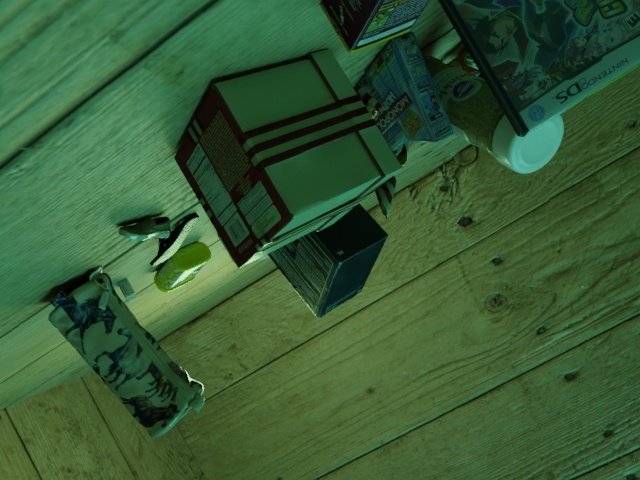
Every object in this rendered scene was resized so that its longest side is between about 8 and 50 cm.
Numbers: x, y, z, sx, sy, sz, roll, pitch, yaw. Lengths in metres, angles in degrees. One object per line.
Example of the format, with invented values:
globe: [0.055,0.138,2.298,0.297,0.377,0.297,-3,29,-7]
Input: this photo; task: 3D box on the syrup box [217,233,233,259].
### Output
syrup box: [-0.224,-0.021,1.624,0.093,0.096,0.237,-31,175,-15]

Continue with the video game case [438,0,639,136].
video game case: [0.351,-0.342,0.893,0.248,0.275,0.035,-32,-172,11]

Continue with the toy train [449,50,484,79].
toy train: [0.312,-0.385,1.293,0.143,0.105,0.248,-18,-176,41]

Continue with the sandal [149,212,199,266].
sandal: [-0.355,-0.008,1.392,0.179,0.040,0.067,-48,174,21]

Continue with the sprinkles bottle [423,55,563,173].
sprinkles bottle: [0.292,-0.251,1.114,0.121,0.355,0.121,-15,126,-22]

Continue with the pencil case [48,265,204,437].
pencil case: [-0.447,0.265,1.357,0.183,0.410,0.160,-41,180,41]

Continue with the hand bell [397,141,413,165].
hand bell: [0.269,-0.325,1.647,0.242,0.126,0.126,-41,180,-27]

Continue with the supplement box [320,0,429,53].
supplement box: [0.084,-0.317,0.685,0.104,0.081,0.188,-28,174,-21]

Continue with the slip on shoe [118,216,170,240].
slip on shoe: [-0.354,-0.027,1.181,0.135,0.051,0.041,-3,113,-62]

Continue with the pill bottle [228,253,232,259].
pill bottle: [-0.279,0.046,2.034,0.078,0.078,0.137,-30,175,-8]

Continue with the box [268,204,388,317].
box: [0.000,0.000,1.600,0.182,0.296,0.294,-29,157,-27]

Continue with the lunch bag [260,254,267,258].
lunch bag: [-0.147,-0.028,1.919,0.224,0.108,0.279,-31,175,8]

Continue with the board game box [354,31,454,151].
board game box: [0.154,-0.249,1.096,0.060,0.194,0.194,-27,173,-33]

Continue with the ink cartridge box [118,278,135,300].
ink cartridge box: [-0.536,0.136,1.608,0.028,0.048,0.083,-29,175,-20]

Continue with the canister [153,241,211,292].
canister: [-0.401,0.077,1.690,0.126,0.073,0.170,-27,172,-40]

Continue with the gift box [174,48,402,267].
gift box: [-0.041,-0.110,0.933,0.258,0.276,0.255,-29,180,-35]

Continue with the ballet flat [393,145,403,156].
ballet flat: [-0.031,-0.154,1.291,0.482,0.164,0.182,-30,154,2]
